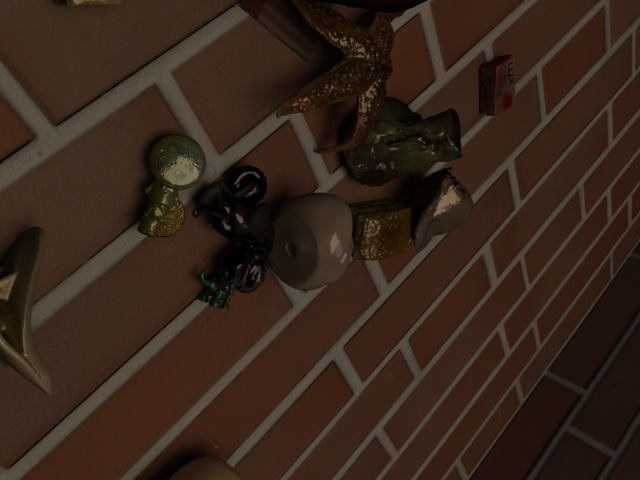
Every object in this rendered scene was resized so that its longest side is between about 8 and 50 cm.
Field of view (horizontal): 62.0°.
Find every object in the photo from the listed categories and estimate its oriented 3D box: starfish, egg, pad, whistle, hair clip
[{"bbox_3d":[0.053,-0.378,1.135,0.384,0.132,0.397,3,103,-40],"label":"starfish"},{"bbox_3d":[-0.292,0.613,1.216,0.286,0.174,0.264,-42,140,14],"label":"egg"},{"bbox_3d":[-0.029,-0.546,1.066,0.202,0.005,0.299,25,90,-45],"label":"pad"},{"bbox_3d":[-0.281,-0.101,0.976,0.104,0.057,0.198,24,84,-27],"label":"whistle"},{"bbox_3d":[-0.490,0.088,0.811,0.113,0.173,0.281,0,98,-51],"label":"hair clip"}]

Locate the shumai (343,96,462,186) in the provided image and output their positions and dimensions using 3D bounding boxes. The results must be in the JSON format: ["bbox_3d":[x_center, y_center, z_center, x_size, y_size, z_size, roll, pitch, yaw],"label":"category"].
[{"bbox_3d":[0.200,-0.231,1.276,0.272,0.204,0.222,-39,129,-19],"label":"shumai"}]

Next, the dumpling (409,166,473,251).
[{"bbox_3d":[0.308,-0.092,1.470,0.205,0.163,0.293,-33,163,8],"label":"dumpling"}]

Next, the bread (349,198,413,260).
[{"bbox_3d":[0.146,-0.027,1.383,0.196,0.102,0.138,-9,111,-39],"label":"bread"}]

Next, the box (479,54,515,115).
[{"bbox_3d":[0.527,-0.458,1.579,0.111,0.060,0.156,-33,128,-30],"label":"box"}]

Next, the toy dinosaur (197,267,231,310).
[{"bbox_3d":[-0.215,0.094,1.140,0.132,0.059,0.096,35,74,-54],"label":"toy dinosaur"}]

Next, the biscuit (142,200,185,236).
[{"bbox_3d":[-0.299,-0.047,1.017,0.084,0.023,0.083,-19,119,-37],"label":"biscuit"}]

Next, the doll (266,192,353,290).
[{"bbox_3d":[0.000,0.000,1.202,0.221,0.221,0.250,-13,142,-39],"label":"doll"}]

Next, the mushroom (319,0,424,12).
[{"bbox_3d":[0.065,-0.515,0.938,0.345,0.345,0.238,12,110,-45],"label":"mushroom"}]

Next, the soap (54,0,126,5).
[{"bbox_3d":[-0.331,-0.466,0.773,0.140,0.073,0.231,-19,120,-35],"label":"soap"}]

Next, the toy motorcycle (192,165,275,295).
[{"bbox_3d":[-0.175,-0.016,1.084,0.159,0.106,0.270,-9,106,-44],"label":"toy motorcycle"}]
